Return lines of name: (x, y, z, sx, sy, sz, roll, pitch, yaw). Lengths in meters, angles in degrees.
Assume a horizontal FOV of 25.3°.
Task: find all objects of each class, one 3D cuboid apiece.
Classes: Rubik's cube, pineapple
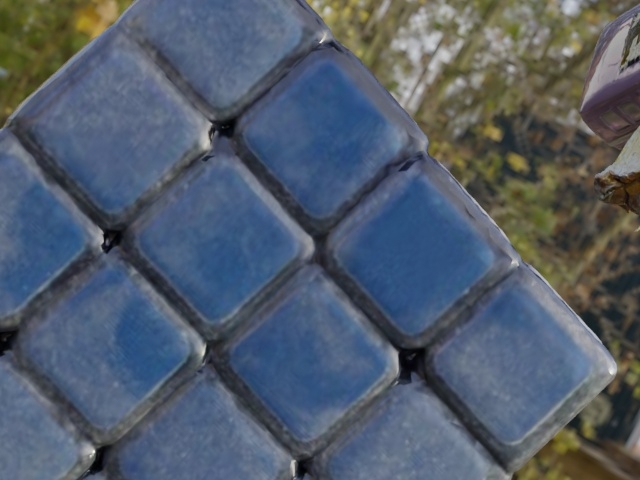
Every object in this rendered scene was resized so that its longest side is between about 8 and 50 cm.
Rubik's cube: (-0.077, 0.061, 0.915, 0.337, 0.344, 0.344, 48, -3, -4)
pineapple: (0.297, -0.072, 1.210, 0.116, 0.137, 0.069, -90, 160, -44)

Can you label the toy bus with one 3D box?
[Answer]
toy bus: (0.364, -0.167, 1.408, 0.142, 0.142, 0.202, 27, -20, -14)
